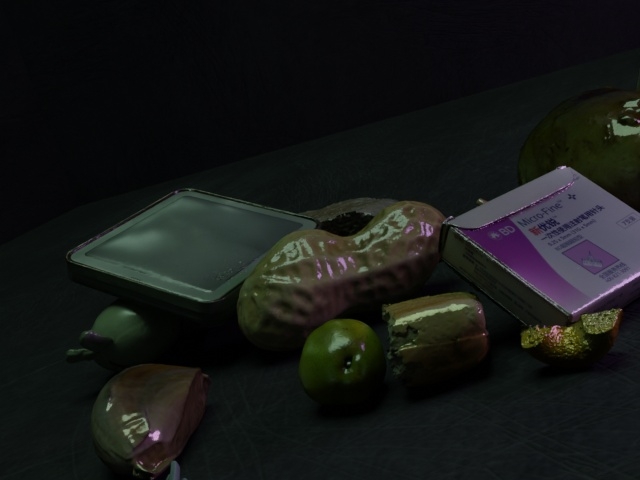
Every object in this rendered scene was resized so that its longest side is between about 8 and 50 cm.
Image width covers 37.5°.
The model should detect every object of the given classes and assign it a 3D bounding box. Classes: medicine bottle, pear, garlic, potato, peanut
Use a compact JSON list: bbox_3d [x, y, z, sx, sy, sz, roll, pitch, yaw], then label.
[{"bbox_3d":[0.248,0.012,0.974,0.201,0.052,0.171,-24,50,-31],"label":"medicine bottle"},{"bbox_3d":[0.024,0.120,0.935,0.092,0.092,0.097,-24,13,-24],"label":"pear"},{"bbox_3d":[-0.185,0.183,0.975,0.101,0.087,0.195,-3,12,9],"label":"garlic"},{"bbox_3d":[0.373,-0.107,1.223,0.210,0.173,0.307,-20,8,-6],"label":"potato"},{"bbox_3d":[0.031,0.037,1.176,0.298,0.136,0.120,-21,3,-13],"label":"peanut"}]

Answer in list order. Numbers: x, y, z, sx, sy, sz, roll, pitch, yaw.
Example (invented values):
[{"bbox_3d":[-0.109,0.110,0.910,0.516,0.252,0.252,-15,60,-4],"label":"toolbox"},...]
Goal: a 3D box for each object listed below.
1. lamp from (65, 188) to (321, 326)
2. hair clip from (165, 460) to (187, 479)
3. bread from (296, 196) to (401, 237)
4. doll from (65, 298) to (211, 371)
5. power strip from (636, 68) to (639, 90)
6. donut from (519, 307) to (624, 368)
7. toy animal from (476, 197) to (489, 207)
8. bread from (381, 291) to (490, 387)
[{"bbox_3d":[-0.169,0.012,1.301,0.269,0.047,0.266,15,34,29],"label":"lamp"},{"bbox_3d":[-0.144,0.231,0.815,0.039,0.030,0.115,-16,12,17],"label":"hair clip"},{"bbox_3d":[0.001,0.006,1.460,0.337,0.102,0.183,-13,10,31],"label":"bread"},{"bbox_3d":[-0.224,0.109,1.306,0.155,0.113,0.275,-37,2,40],"label":"doll"},{"bbox_3d":[0.487,-0.199,1.320,0.098,0.058,0.338,-45,-23,-3],"label":"power strip"},{"bbox_3d":[0.224,0.087,0.847,0.083,0.067,0.038,15,37,4],"label":"donut"},{"bbox_3d":[0.243,-0.003,1.100,0.150,0.089,0.083,31,36,22],"label":"toy animal"},{"bbox_3d":[0.115,0.096,0.933,0.106,0.082,0.125,-7,3,5],"label":"bread"}]
